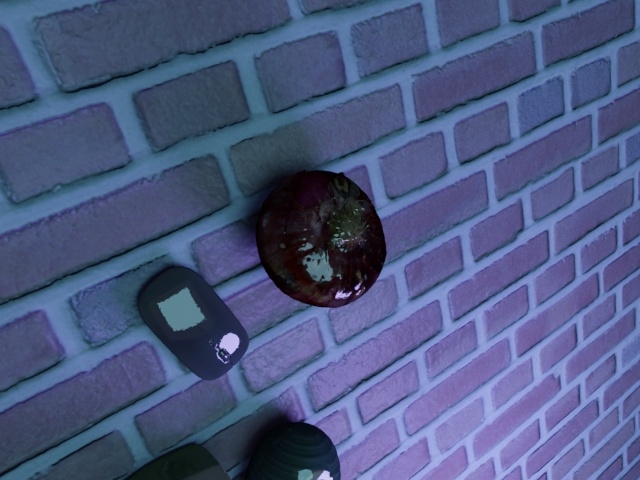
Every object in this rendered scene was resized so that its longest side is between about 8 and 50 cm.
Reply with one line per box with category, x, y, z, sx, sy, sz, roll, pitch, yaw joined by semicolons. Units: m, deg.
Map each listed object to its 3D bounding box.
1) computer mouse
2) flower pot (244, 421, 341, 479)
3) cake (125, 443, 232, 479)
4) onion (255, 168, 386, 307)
computer mouse;-0.212;0.148;0.927;0.120;0.057;0.232;-41;121;-16
flower pot;-0.054;0.482;1.063;0.189;0.157;0.243;4;99;-32
cake;-0.209;0.515;0.972;0.172;0.158;0.284;-38;122;-20
onion;0.000;0.000;0.943;0.246;0.190;0.247;4;81;-28
